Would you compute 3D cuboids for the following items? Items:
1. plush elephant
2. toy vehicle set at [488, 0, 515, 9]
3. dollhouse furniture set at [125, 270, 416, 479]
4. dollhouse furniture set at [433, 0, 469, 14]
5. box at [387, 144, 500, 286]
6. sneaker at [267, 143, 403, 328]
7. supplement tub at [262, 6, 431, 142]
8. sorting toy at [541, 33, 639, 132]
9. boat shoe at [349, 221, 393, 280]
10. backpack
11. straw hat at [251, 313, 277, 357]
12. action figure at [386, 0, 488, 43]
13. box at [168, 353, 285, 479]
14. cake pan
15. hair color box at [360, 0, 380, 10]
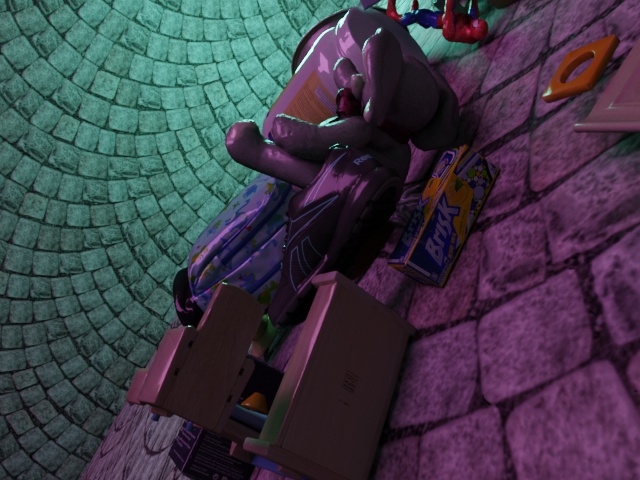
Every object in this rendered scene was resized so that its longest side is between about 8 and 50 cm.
[{"bbox_3d":[0.068,-0.174,0.766,0.329,0.271,0.256,22,90,35],"label":"plush elephant"},{"bbox_3d":[0.379,-0.474,0.782,0.166,0.035,0.267,-60,16,-1],"label":"toy vehicle set"},{"bbox_3d":[-0.092,0.151,0.630,0.303,0.286,0.198,-17,44,51],"label":"dollhouse furniture set"},{"bbox_3d":[0.262,-0.555,1.108,0.129,0.128,0.184,-24,38,64],"label":"dollhouse furniture set"},{"bbox_3d":[0.151,-0.030,0.631,0.169,0.059,0.054,-62,14,-10],"label":"box"},{"bbox_3d":[0.000,0.000,0.663,0.101,0.106,0.267,-2,-50,-57],"label":"sneaker"},{"bbox_3d":[0.047,-0.290,1.080,0.331,0.241,0.241,-42,23,45],"label":"supplement tub"},{"bbox_3d":[0.316,-0.152,0.386,0.196,0.047,0.348,-54,17,3],"label":"sorting toy"},{"bbox_3d":[0.067,0.014,0.839,0.135,0.050,0.045,-48,14,4],"label":"boat shoe"},{"bbox_3d":[-0.131,0.020,1.055,0.355,0.274,0.290,-27,15,0],"label":"backpack"},{"bbox_3d":[-0.143,0.187,1.129,0.144,0.061,0.144,-52,18,25],"label":"straw hat"},{"bbox_3d":[0.230,-0.450,0.949,0.280,0.091,0.139,-125,38,-49],"label":"action figure"},{"bbox_3d":[-0.159,0.304,0.881,0.207,0.108,0.153,-65,17,-20],"label":"box"},{"bbox_3d":[0.078,-0.410,1.198,0.293,0.293,0.054,-43,53,44],"label":"cake pan"},{"bbox_3d":[0.233,-0.556,0.876,0.374,0.114,0.185,-11,27,46],"label":"hair color box"}]
